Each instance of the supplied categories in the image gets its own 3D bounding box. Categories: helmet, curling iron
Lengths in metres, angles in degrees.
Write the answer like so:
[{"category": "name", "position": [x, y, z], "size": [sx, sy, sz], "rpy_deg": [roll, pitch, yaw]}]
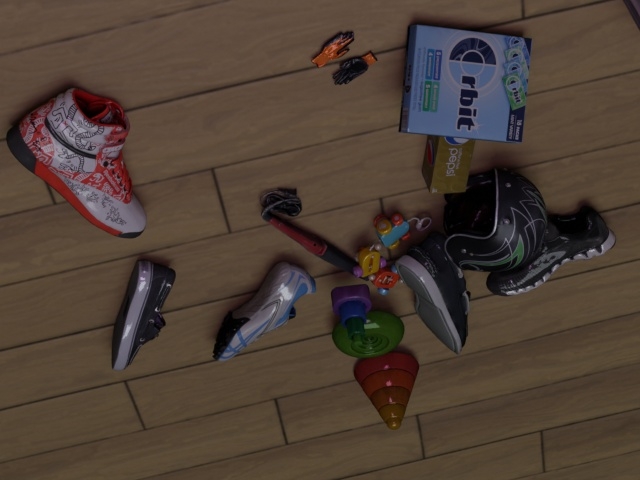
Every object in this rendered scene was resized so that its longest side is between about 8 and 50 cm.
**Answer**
[{"category": "helmet", "position": [0.284, -0.031, 2.100], "size": [0.161, 0.169, 0.169], "rpy_deg": [-17, 136, 25]}, {"category": "curling iron", "position": [0.000, 0.000, 2.146], "size": [0.068, 0.035, 0.274], "rpy_deg": [-35, 130, 18]}]

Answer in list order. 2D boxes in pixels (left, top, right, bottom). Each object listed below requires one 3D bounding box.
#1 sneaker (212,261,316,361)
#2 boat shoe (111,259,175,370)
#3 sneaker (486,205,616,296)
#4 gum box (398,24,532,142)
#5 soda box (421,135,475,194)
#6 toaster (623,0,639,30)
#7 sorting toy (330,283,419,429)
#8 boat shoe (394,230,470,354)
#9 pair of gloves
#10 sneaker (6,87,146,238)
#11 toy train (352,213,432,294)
[{"category": "sneaker", "position": [-0.099, 0.132, 2.210], "size": [0.086, 0.085, 0.237], "rpy_deg": [32, 119, -23]}, {"category": "boat shoe", "position": [-0.292, 0.129, 2.174], "size": [0.076, 0.080, 0.228], "rpy_deg": [9, 122, -19]}, {"category": "sneaker", "position": [0.379, 0.010, 2.222], "size": [0.234, 0.078, 0.106], "rpy_deg": [-26, 130, 6]}, {"category": "gum box", "position": [0.213, -0.228, 1.925], "size": [0.184, 0.041, 0.157], "rpy_deg": [4, 93, -18]}, {"category": "soda box", "position": [0.203, -0.159, 2.032], "size": [0.061, 0.058, 0.181], "rpy_deg": [-4, 133, -11]}, {"category": "toaster", "position": [0.553, -0.337, 1.914], "size": [0.168, 0.110, 0.186], "rpy_deg": [27, 121, -32]}, {"category": "sorting toy", "position": [0.095, 0.217, 2.272], "size": [0.127, 0.126, 0.365], "rpy_deg": [-13, 144, 9]}, {"category": "boat shoe", "position": [0.214, 0.094, 2.234], "size": [0.091, 0.114, 0.302], "rpy_deg": [-44, 150, -11]}, {"category": "pair of gloves", "position": [0.035, -0.267, 1.925], "size": [0.074, 0.010, 0.083], "rpy_deg": [-36, 133, 17]}, {"category": "sneaker", "position": [-0.315, -0.113, 1.928], "size": [0.145, 0.090, 0.270], "rpy_deg": [-34, 128, 21]}, {"category": "toy train", "position": [0.111, 0.014, 2.184], "size": [0.125, 0.046, 0.166], "rpy_deg": [1, 127, -42]}]
